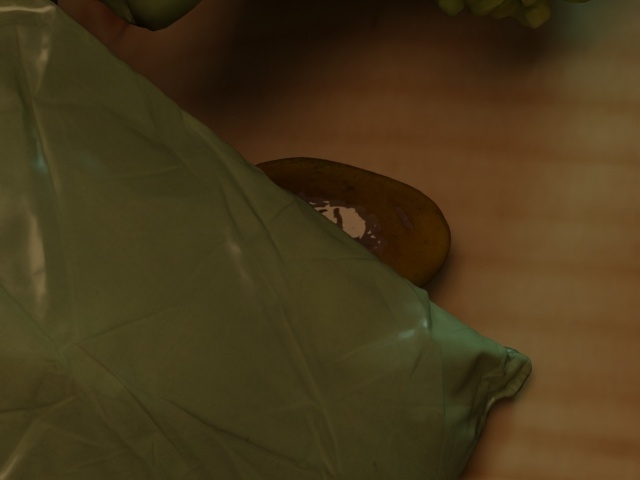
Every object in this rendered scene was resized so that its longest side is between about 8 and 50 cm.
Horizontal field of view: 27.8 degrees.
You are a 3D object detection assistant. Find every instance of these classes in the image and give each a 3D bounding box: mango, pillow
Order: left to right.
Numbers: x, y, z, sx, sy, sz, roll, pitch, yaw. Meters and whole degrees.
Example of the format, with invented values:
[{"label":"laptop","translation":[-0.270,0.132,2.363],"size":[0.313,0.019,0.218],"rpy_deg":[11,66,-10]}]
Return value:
[{"label":"pillow","translation":[-0.089,0.080,0.460],"size":[0.274,0.076,0.281],"rpy_deg":[36,71,-9]},{"label":"mango","translation":[0.000,0.000,0.567],"size":[0.114,0.057,0.079],"rpy_deg":[-2,55,6]}]

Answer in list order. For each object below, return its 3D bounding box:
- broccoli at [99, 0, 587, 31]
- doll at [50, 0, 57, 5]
[{"label":"broccoli","translation":[-0.016,-0.218,0.588],"size":[0.348,0.293,0.281],"rpy_deg":[46,73,-6]},{"label":"doll","translation":[-0.244,-0.144,0.599],"size":[0.240,0.310,0.284],"rpy_deg":[-19,8,-38]}]
